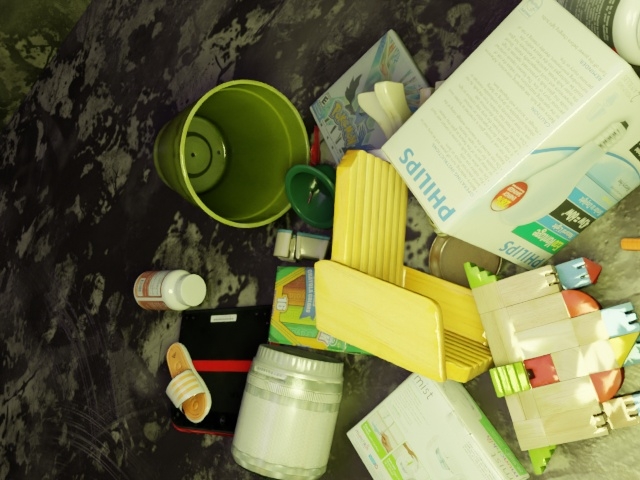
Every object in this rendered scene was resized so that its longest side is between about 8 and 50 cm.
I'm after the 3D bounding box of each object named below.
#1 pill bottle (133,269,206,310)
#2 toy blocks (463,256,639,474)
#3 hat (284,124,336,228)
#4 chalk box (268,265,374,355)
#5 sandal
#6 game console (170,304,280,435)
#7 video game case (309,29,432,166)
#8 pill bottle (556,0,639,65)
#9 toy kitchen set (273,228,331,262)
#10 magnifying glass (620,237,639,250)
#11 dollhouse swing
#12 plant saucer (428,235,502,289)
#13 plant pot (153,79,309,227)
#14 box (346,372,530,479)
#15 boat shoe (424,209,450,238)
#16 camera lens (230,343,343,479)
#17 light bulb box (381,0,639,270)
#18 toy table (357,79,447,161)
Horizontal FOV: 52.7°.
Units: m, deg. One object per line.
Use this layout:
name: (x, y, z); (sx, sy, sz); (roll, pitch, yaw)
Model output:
pill bottle: (-0.443, 0.147, 1.909); (0.216, 0.121, 0.121); (-3, 76, 40)
toy blocks: (0.435, 0.183, 1.105); (0.261, 0.191, 0.381); (-21, 74, 25)
hat: (0.025, -0.162, 1.654); (0.173, 0.183, 0.208); (8, 127, 37)
chalk box: (0.054, 0.159, 1.437); (0.289, 0.179, 0.180); (-2, 78, 40)
sandal: (-0.384, 0.383, 1.752); (0.102, 0.076, 0.265); (-52, 49, 15)
game console: (-0.260, 0.352, 1.747); (0.387, 0.060, 0.342); (-8, 69, 39)
video game case: (0.135, -0.309, 1.591); (0.300, 0.036, 0.329); (-40, 55, 26)
pill bottle: (0.541, -0.398, 1.127); (0.161, 0.161, 0.283); (-56, 29, 14)
toy kitchen set: (0.000, 0.000, 1.608); (0.207, 0.166, 0.122); (10, 84, 5)
magnifying glass: (0.616, 0.008, 1.067); (0.231, 0.092, 0.026); (-1, 80, 51)
dollhouse swing: (0.182, 0.036, 1.145); (0.315, 0.347, 0.305); (20, 95, 27)
plant saucer: (0.307, 0.038, 1.353); (0.168, 0.029, 0.168); (-13, 69, 39)
plant pot: (-0.277, -0.230, 1.751); (0.353, 0.366, 0.366); (10, 85, 54)
box: (0.219, 0.412, 1.249); (0.231, 0.127, 0.262); (-48, 57, 19)
boat shoe: (0.244, -0.096, 1.395); (0.068, 0.072, 0.190); (-38, 43, 27)
camera lens: (-0.072, 0.389, 1.455); (0.219, 0.219, 0.274); (8, 84, 42)
light bulb box: (0.373, -0.166, 1.131); (0.361, 0.358, 0.225); (-46, 52, 23)
toy table: (0.194, -0.239, 1.335); (0.252, 0.274, 0.160); (-1, 96, 25)
